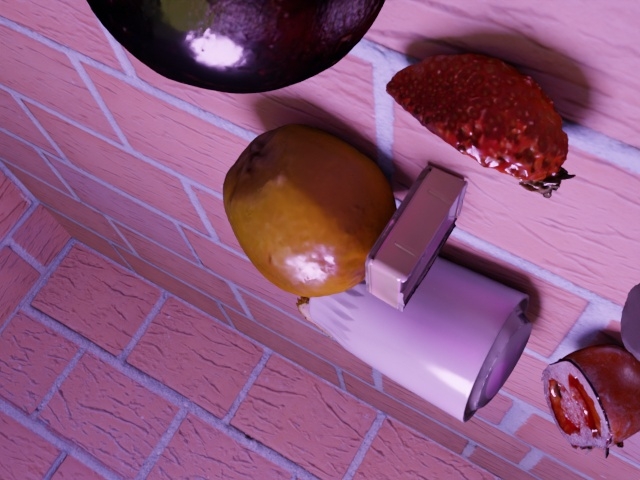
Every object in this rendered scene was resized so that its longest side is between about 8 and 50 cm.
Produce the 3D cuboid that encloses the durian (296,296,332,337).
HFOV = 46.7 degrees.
[{"bbox_3d":[0.048,0.135,1.737,0.183,0.138,0.250,31,161,-7],"label":"durian"}]

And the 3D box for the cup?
[{"bbox_3d":[0.181,0.147,1.374,0.372,0.253,0.253,26,161,23],"label":"cup"}]

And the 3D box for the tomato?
[{"bbox_3d":[0.504,0.266,1.301,0.214,0.155,0.180,119,128,-77],"label":"tomato"}]

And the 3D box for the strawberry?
[{"bbox_3d":[0.192,-0.151,0.847,0.236,0.106,0.175,32,-161,3],"label":"strawberry"}]

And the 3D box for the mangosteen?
[{"bbox_3d":[-0.057,-0.276,0.637,0.313,0.297,0.297,-16,133,37],"label":"mangosteen"}]

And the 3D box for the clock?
[{"bbox_3d":[0.146,-0.003,1.138,0.071,0.192,0.147,29,162,16],"label":"clock"}]

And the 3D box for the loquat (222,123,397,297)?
[{"bbox_3d":[-0.022,-0.044,1.220,0.284,0.276,0.276,43,159,-21],"label":"loquat"}]

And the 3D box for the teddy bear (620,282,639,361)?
[{"bbox_3d":[0.512,0.116,0.977,0.251,0.144,0.171,23,-159,-23],"label":"teddy bear"}]
